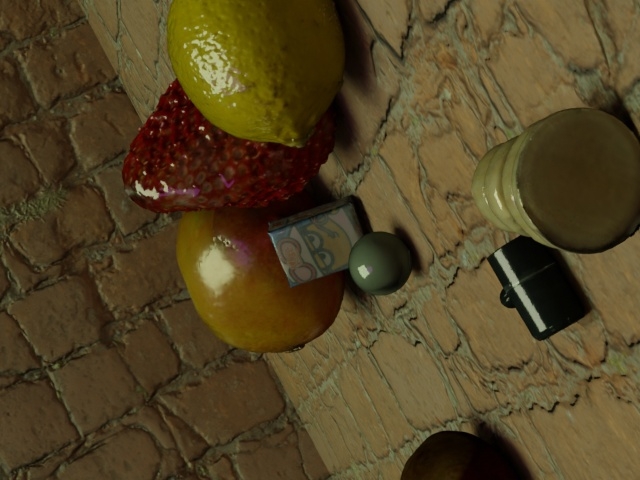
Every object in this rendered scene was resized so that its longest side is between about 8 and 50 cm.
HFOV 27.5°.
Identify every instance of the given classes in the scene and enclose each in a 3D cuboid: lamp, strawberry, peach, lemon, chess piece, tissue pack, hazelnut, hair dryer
[{"bbox_3d":[0.095,0.037,2.079,0.105,0.105,0.105,57,165,24],"label":"lamp"},{"bbox_3d":[-0.158,-0.161,2.096,0.312,0.351,0.267,22,138,58],"label":"strawberry"},{"bbox_3d":[-0.115,0.036,2.447,0.372,0.289,0.373,159,90,-81],"label":"peach"},{"bbox_3d":[-0.090,-0.277,1.877,0.310,0.253,0.253,68,166,-1],"label":"lemon"},{"bbox_3d":[0.231,-0.056,1.374,0.143,0.142,0.261,64,170,-4],"label":"chess piece"},{"bbox_3d":[0.000,0.000,2.247,0.065,0.155,0.116,-86,-23,-68],"label":"tissue pack"},{"bbox_3d":[0.233,0.420,2.123,0.229,0.229,0.229,57,165,24],"label":"hazelnut"},{"bbox_3d":[0.257,0.069,1.644,0.124,0.071,0.219,61,173,8],"label":"hair dryer"}]
